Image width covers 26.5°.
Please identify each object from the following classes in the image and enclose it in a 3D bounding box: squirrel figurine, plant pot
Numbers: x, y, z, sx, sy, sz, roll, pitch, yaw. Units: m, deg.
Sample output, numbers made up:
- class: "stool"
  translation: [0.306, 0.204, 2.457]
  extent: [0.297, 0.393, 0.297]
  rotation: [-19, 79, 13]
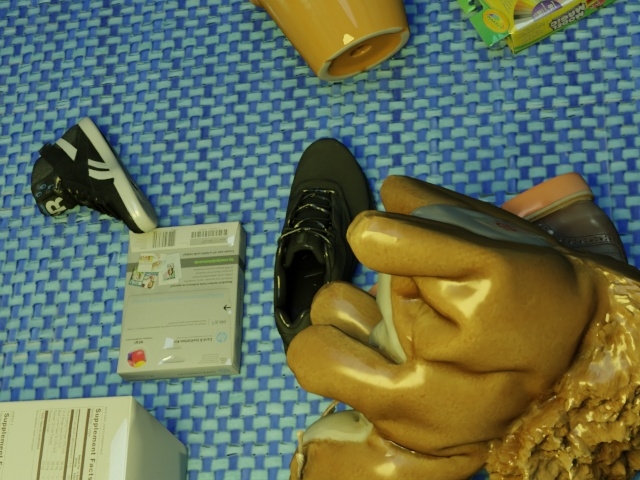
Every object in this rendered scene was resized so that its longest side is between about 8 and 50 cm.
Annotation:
- class: "squirrel figurine"
  translation: [0.155, 0.169, 1.352]
  extent: [0.396, 0.281, 0.371]
  rotation: [17, 102, -2]
- class: "plant pot"
  translation: [0.016, -0.310, 1.693]
  extent: [0.205, 0.205, 0.188]
  rotation: [-26, 77, 1]

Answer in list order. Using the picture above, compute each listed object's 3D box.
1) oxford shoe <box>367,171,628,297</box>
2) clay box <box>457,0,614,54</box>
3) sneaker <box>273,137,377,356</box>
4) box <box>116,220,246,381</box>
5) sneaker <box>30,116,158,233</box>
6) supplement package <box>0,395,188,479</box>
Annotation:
- class: "oxford shoe"
  translation: [0.171, 0.066, 1.510]
  extent: [0.363, 0.130, 0.133]
  rotation: [-32, 68, -2]
- class: "clay box"
  translation: [0.281, -0.327, 1.703]
  extent: [0.222, 0.053, 0.127]
  rotation: [-28, 62, 1]
- class: "sneaker"
  translation: [0.000, 0.000, 1.579]
  extent: [0.109, 0.130, 0.286]
  rotation: [-4, 64, 14]
- class: "box"
  translation: [-0.165, 0.072, 1.637]
  extent: [0.145, 0.038, 0.186]
  rotation: [-5, 63, 12]
- class: "sneaker"
  translation: [-0.291, -0.052, 1.702]
  extent: [0.121, 0.079, 0.217]
  rotation: [-37, 48, 0]
- class: "supplement package"
  translation: [-0.302, 0.295, 1.476]
  extent: [0.262, 0.199, 0.198]
  rotation: [-4, 64, 12]
